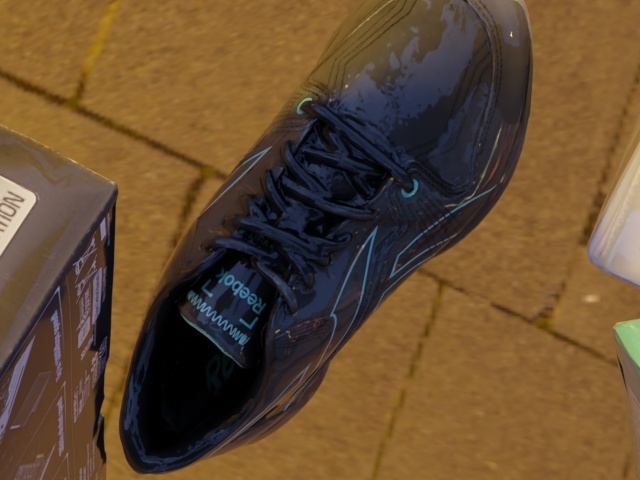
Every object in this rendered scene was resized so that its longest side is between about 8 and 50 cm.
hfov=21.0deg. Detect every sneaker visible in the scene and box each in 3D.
[{"bbox_3d":[0.000,0.000,0.732,0.101,0.106,0.267,35,112,8],"label":"sneaker"}]

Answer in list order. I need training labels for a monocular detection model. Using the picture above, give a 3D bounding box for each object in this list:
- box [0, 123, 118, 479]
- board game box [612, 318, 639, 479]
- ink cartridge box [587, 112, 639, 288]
[{"bbox_3d":[-0.150,0.130,0.508,0.077,0.307,0.242,27,64,6],"label":"box"},{"bbox_3d":[0.265,0.120,0.447,0.336,0.079,0.253,-10,101,2],"label":"board game box"},{"bbox_3d":[0.260,0.000,0.750,0.261,0.296,0.066,27,112,6],"label":"ink cartridge box"}]
